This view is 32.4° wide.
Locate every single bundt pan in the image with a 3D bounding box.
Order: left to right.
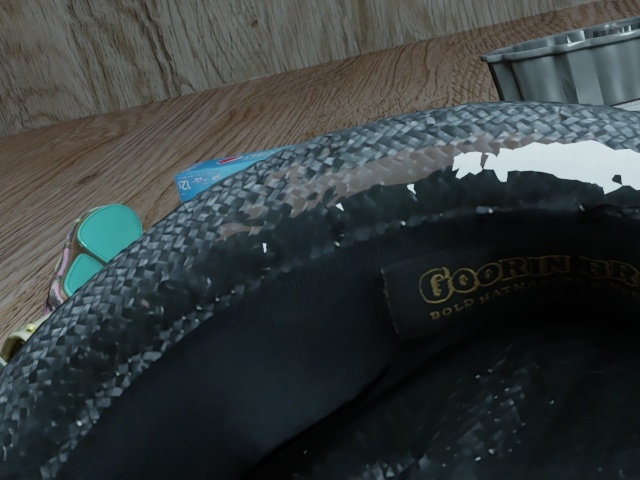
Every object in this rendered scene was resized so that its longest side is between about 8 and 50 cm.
[{"bbox_3d":[0.364,-0.198,1.319,0.331,0.124,0.331,-12,11,2],"label":"bundt pan"}]

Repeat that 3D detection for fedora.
[{"bbox_3d":[0.045,0.125,0.344,0.334,0.334,0.152,-11,-20,10],"label":"fedora"}]

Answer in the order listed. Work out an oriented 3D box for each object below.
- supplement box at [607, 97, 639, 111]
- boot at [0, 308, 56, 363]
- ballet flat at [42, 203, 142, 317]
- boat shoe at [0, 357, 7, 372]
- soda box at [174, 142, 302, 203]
[{"bbox_3d":[0.283,-0.055,0.939,0.081,0.104,0.188,-12,15,8],"label":"supplement box"},{"bbox_3d":[-0.167,0.061,0.918,0.213,0.077,0.165,-31,1,45],"label":"boot"},{"bbox_3d":[-0.242,0.036,1.120,0.079,0.077,0.221,-44,18,22],"label":"ballet flat"},{"bbox_3d":[-0.203,0.121,0.714,0.335,0.119,0.121,-21,17,-26],"label":"boat shoe"},{"bbox_3d":[-0.073,-0.074,1.397,0.210,0.071,0.067,-9,15,20],"label":"soda box"}]
